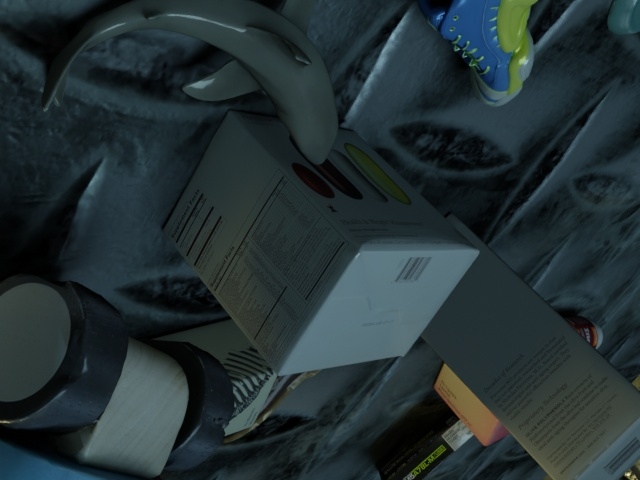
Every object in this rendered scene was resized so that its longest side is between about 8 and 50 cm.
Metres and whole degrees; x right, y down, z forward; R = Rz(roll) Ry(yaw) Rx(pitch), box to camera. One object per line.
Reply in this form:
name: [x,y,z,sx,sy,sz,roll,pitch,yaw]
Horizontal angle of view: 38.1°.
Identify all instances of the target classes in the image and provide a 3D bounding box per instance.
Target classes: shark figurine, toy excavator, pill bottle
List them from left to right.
toy excavator: [-0.348,0.218,0.721,0.445,0.433,0.222,-67,153,-13]
shark figurine: [-0.069,-0.146,0.707,0.278,0.116,0.166,7,110,-37]
pill bottle: [0.493,0.192,1.822,0.152,0.086,0.086,0,130,-49]

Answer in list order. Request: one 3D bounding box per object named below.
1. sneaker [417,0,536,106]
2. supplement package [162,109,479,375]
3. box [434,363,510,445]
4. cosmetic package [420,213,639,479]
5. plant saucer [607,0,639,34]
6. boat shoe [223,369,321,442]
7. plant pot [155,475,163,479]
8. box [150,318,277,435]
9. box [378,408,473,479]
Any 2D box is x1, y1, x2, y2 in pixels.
sneaker: [0.148,-0.222,0.922,0.126,0.091,0.240,-13,144,-10]
supplement package: [0.000,0.000,0.895,0.194,0.203,0.149,1,129,-50]
box: [0.309,0.210,1.570,0.127,0.148,0.232,-20,143,-30]
cosmetic package: [0.265,0.154,1.234,0.155,0.365,0.197,-46,147,3]
plant saucer: [0.410,-0.303,1.157,0.119,0.021,0.119,-29,147,-21]
boat shoe: [-0.065,0.165,1.175,0.207,0.073,0.073,-42,112,-6]
plant pot: [-0.219,0.404,1.058,0.272,0.265,0.272,-37,166,-11]
box: [-0.188,0.175,1.010,0.275,0.094,0.113,-13,139,-41]
box: [0.193,0.390,1.706,0.191,0.045,0.184,-41,177,-2]
